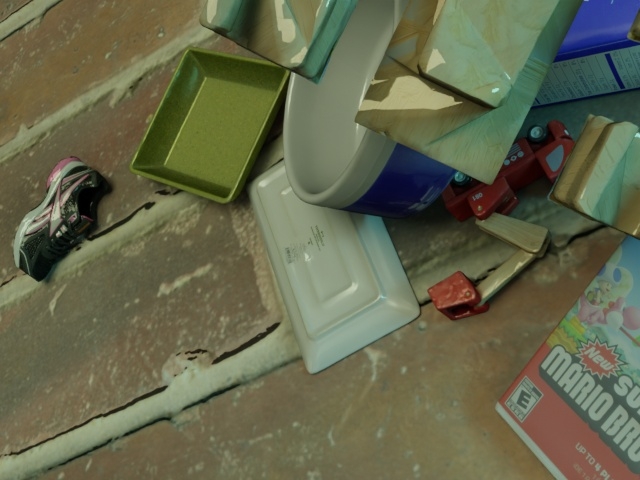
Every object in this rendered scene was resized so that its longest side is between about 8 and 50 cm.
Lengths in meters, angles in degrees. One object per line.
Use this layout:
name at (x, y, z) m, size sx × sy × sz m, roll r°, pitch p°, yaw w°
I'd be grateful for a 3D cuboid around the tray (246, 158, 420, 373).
tray at (0.000, 0.000, 0.960) m, size 0.145 × 0.030 × 0.270 m, roll -32°, pitch 57°, yaw 18°

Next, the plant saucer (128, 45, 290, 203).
plant saucer at (-0.133, -0.144, 1.089) m, size 0.188 × 0.045 × 0.188 m, roll 19°, pitch 81°, yaw 36°

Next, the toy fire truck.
toy fire truck at (0.183, -0.019, 0.846) m, size 0.192 × 0.047 × 0.135 m, roll -30°, pitch 58°, yaw 17°

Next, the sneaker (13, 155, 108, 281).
sneaker at (-0.350, -0.025, 1.160) m, size 0.077 × 0.072 × 0.178 m, roll 22°, pitch 88°, yaw 25°

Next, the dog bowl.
dog bowl at (0.058, -0.158, 0.863) m, size 0.265 × 0.104 × 0.265 m, roll -169°, pitch 90°, yaw -67°

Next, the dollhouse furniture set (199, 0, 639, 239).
dollhouse furniture set at (0.167, -0.248, 0.671) m, size 0.362 × 0.256 × 0.394 m, roll 26°, pitch 99°, yaw 2°

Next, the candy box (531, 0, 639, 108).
candy box at (0.300, -0.286, 0.839) m, size 0.317 × 0.122 × 0.268 m, roll -6°, pitch 69°, yaw 28°

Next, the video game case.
video game case at (0.284, 0.108, 0.681) m, size 0.204 × 0.025 × 0.285 m, roll 50°, pitch 122°, yaw 35°
